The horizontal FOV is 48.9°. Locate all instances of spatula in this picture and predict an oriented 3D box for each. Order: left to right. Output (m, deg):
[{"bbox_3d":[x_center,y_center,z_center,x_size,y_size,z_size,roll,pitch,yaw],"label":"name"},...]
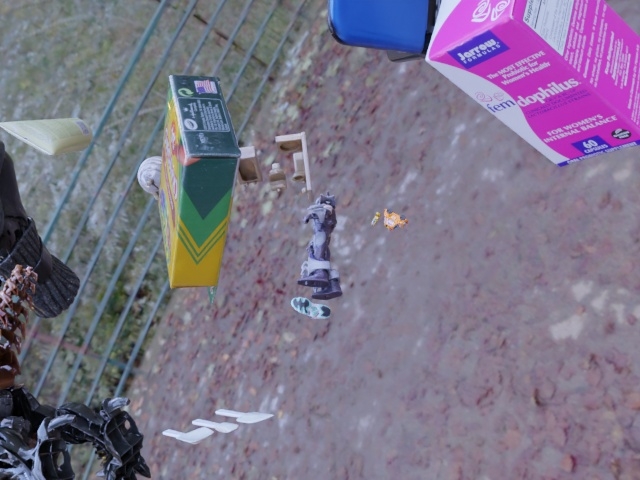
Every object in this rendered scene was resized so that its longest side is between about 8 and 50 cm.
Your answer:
[{"bbox_3d":[-0.213,0.355,1.359,0.242,0.168,0.019,-17,89,60],"label":"spatula"}]

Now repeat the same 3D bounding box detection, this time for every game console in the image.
[{"bbox_3d":[0.065,-0.366,0.818,0.250,0.173,0.293,-142,53,-73],"label":"game console"}]

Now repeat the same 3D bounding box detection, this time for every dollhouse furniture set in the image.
[{"bbox_3d":[-0.093,-0.117,1.391,0.144,0.151,0.123,82,180,-69],"label":"dollhouse furniture set"}]

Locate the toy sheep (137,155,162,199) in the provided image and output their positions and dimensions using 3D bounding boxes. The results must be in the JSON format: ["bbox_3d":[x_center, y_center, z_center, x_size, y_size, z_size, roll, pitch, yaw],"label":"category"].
[{"bbox_3d":[-0.357,-0.140,1.540,0.091,0.091,0.132,-55,13,13],"label":"toy sheep"}]

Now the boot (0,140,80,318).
[{"bbox_3d":[-0.613,-0.025,1.408,0.131,0.260,0.348,-28,48,7],"label":"boot"}]

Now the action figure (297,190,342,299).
[{"bbox_3d":[0.000,0.000,1.762,0.099,0.185,0.285,-5,55,9],"label":"action figure"}]

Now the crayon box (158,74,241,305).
[{"bbox_3d":[-0.200,-0.069,1.104,0.202,0.081,0.319,-111,26,-42],"label":"crayon box"}]

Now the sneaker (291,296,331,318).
[{"bbox_3d":[-0.029,0.166,1.664,0.069,0.098,0.038,136,154,-69],"label":"sneaker"}]

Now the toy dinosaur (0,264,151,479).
[{"bbox_3d":[-0.305,0.197,0.672,0.164,0.218,0.322,-44,-41,-54],"label":"toy dinosaur"}]

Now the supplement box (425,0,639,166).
[{"bbox_3d":[0.229,-0.183,0.710,0.111,0.220,0.114,-15,50,54],"label":"supplement box"}]

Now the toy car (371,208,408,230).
[{"bbox_3d":[0.149,-0.036,1.546,0.041,0.060,0.122,-60,6,-10],"label":"toy car"}]

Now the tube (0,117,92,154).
[{"bbox_3d":[-0.447,-0.172,1.171,0.240,0.070,0.062,-99,-2,-80],"label":"tube"}]
